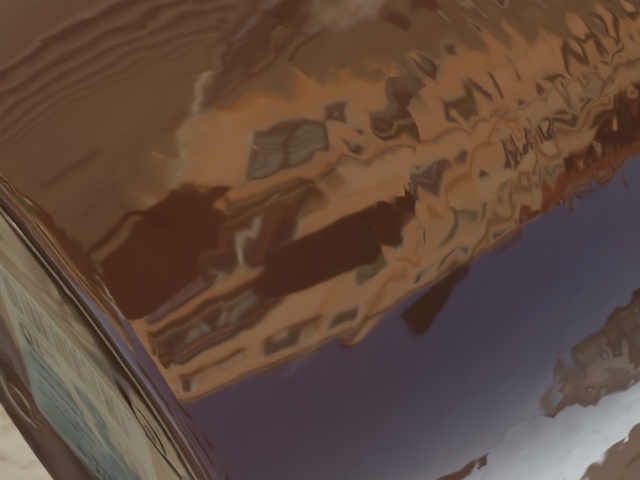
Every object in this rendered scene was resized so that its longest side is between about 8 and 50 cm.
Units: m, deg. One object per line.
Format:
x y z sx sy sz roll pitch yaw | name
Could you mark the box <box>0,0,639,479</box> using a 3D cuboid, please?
0.000 0.000 0.487 0.216 0.301 0.301 -34 159 -23 | box
